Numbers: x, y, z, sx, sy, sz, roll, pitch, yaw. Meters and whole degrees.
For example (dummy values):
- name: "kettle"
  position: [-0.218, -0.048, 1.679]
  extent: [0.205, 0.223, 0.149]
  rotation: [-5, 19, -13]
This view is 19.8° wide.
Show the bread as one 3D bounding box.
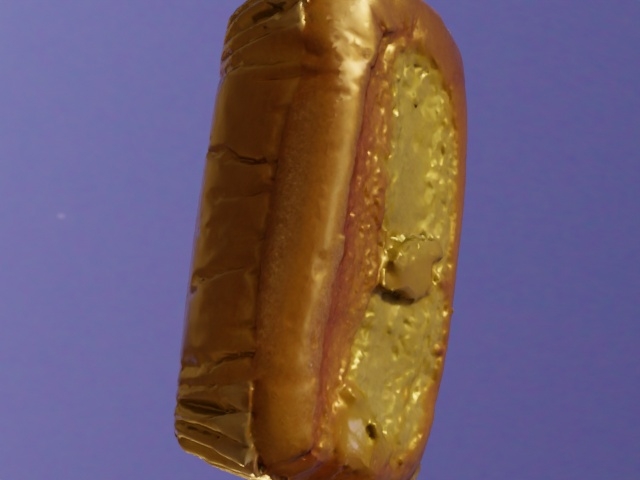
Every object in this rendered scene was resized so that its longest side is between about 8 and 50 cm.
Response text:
- name: "bread"
  position: [0.000, 0.000, 1.013]
  extent: [0.119, 0.152, 0.288]
  rotation: [-5, -108, 42]
